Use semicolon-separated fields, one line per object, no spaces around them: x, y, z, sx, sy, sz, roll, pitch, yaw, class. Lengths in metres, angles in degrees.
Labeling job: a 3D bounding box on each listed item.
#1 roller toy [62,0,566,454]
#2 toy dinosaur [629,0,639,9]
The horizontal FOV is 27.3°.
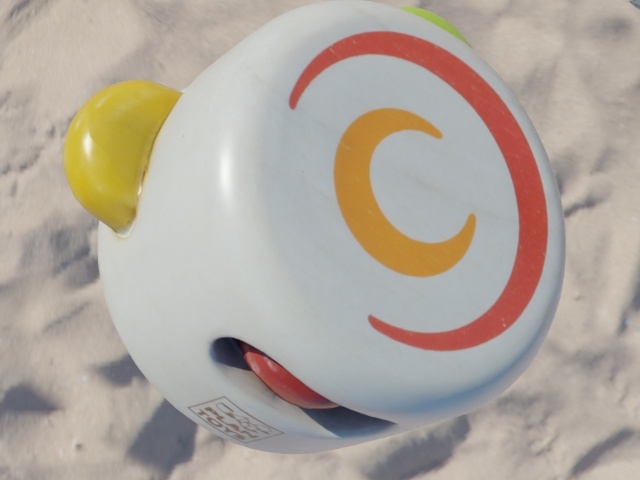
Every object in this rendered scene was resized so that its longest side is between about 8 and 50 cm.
0.000;0.000;0.612;0.209;0.146;0.191;-16;83;-37;roller toy
0.324;-0.102;0.624;0.314;0.160;0.121;9;121;31;toy dinosaur
